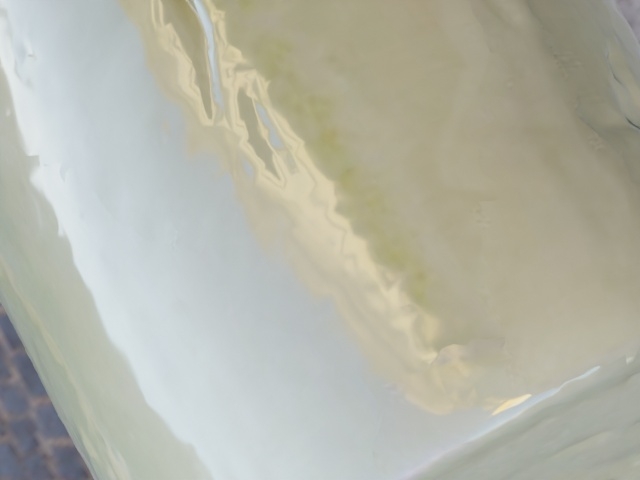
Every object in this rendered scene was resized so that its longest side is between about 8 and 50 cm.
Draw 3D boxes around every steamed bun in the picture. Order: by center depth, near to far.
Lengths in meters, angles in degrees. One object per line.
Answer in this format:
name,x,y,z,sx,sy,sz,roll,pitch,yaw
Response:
steamed bun,0.000,0.000,0.851,0.290,0.456,0.371,-24,74,-1
